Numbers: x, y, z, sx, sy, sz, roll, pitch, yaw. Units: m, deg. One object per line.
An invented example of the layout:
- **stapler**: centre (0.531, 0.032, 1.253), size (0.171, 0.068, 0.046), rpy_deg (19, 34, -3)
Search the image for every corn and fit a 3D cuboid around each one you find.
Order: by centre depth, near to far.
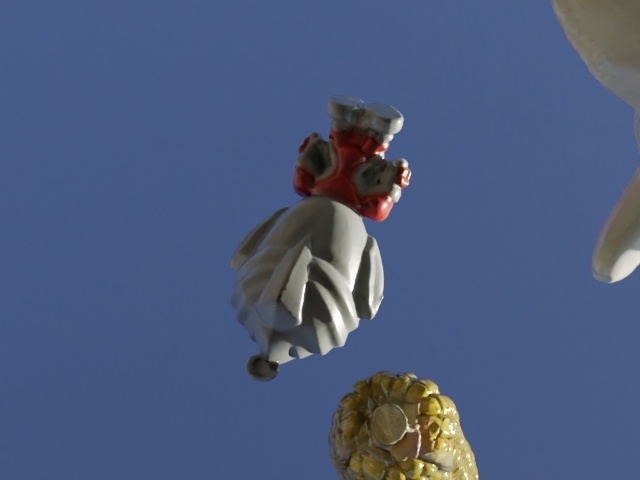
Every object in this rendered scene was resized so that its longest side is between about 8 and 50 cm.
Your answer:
- **corn**: centre (0.051, 0.130, 1.107), size (0.080, 0.238, 0.080), rpy_deg (-2, -108, 7)

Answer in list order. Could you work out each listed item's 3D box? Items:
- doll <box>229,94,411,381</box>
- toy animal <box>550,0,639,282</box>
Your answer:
- **doll**: centre (0.000, 0.000, 1.077), size (0.094, 0.079, 0.180), rpy_deg (19, -99, 14)
- **toy animal**: centre (0.172, -0.029, 0.717), size (0.140, 0.282, 0.138), rpy_deg (8, -87, 29)
